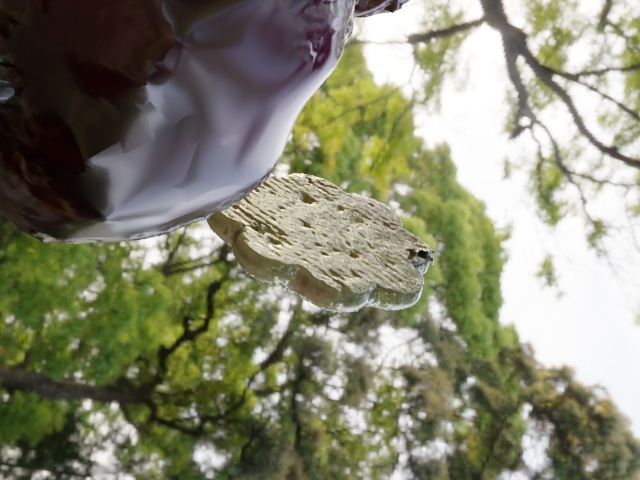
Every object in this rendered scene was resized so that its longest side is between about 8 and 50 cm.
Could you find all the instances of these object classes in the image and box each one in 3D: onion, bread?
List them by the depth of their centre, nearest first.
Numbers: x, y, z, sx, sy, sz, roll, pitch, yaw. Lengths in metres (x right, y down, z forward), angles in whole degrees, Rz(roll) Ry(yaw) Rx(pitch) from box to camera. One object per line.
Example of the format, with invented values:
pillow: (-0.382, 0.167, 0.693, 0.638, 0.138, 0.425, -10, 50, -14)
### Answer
onion: (-0.098, -0.211, 0.653, 0.398, 0.420, 0.399, 20, -60, 38)
bread: (0.000, 0.000, 1.216, 0.316, 0.315, 0.054, -110, -144, -55)
